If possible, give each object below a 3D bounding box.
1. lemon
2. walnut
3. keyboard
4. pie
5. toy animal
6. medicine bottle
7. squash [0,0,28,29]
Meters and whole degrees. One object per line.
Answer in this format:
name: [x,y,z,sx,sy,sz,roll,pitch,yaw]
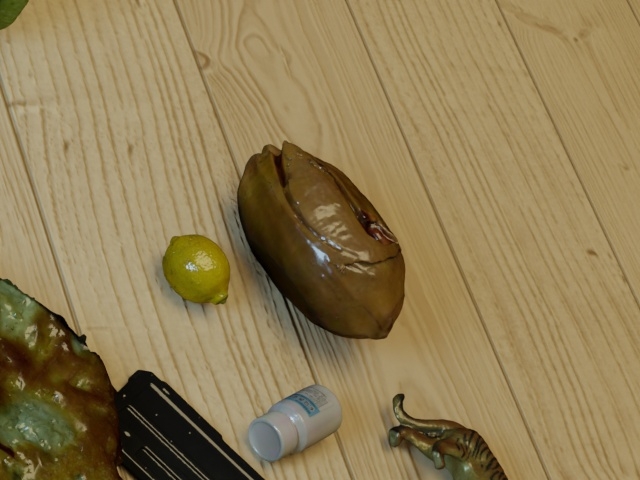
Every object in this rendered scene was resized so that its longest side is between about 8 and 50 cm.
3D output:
lemon: [-0.119,0.029,1.901,0.083,0.062,0.062,52,43,9]
walnut: [0.000,0.000,1.970,0.137,0.137,0.245,-12,55,-42]
keyboard: [-0.095,0.230,1.785,0.262,0.016,0.106,43,41,2]
pie: [-0.319,0.142,1.627,0.355,0.103,0.288,37,41,-12]
toy animal: [0.150,0.248,1.932,0.099,0.057,0.241,-11,61,-49]
medicine bottle: [-0.024,0.174,1.857,0.089,0.052,0.052,-25,73,-46]
squash: [-0.316,-0.315,1.926,0.041,0.219,0.219,6,53,-31]
